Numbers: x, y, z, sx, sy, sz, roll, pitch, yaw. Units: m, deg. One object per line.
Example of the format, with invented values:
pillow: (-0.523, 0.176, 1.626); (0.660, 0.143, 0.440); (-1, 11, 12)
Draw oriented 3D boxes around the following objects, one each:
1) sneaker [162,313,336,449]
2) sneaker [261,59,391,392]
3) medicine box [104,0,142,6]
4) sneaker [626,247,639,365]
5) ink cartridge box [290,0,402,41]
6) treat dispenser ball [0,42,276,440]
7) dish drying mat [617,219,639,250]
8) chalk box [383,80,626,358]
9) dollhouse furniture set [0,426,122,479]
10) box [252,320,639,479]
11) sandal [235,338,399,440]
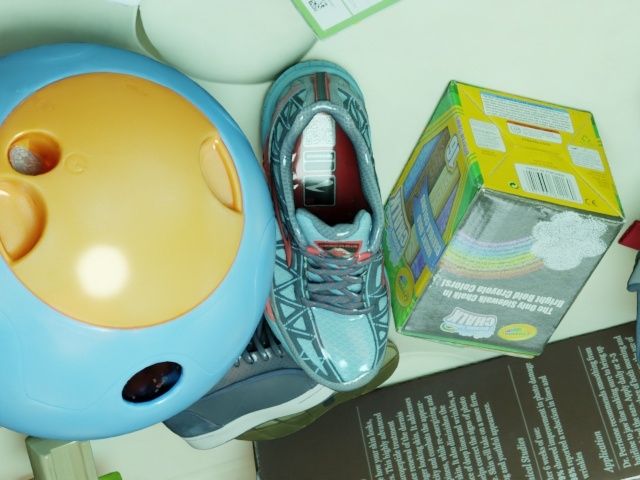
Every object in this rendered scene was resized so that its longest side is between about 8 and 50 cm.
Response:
sneaker: (-0.077, 0.080, 1.612); (0.226, 0.086, 0.163); (-31, 130, 25)
sneaker: (0.000, 0.000, 1.507); (0.104, 0.125, 0.262); (-9, 104, -2)
medicine box: (-0.136, -0.333, 1.134); (0.149, 0.263, 0.289); (12, 132, -19)
sneaker: (0.317, 0.091, 1.628); (0.121, 0.111, 0.300); (-46, 127, -25)
ink cartridge box: (0.070, -0.234, 1.368); (0.209, 0.109, 0.062); (-26, 132, 16)
treat dispenser ball: (-0.176, 0.000, 1.435); (0.288, 0.288, 0.288); (-4, 134, -4)
dish drying mat: (0.299, 0.002, 1.702); (0.083, 0.008, 0.032); (14, 131, -22)
chalk box: (0.131, 0.001, 1.593); (0.132, 0.132, 0.213); (12, 132, -20)
dollhouse furniture set: (-0.291, 0.125, 1.698); (0.197, 0.151, 0.301); (-19, 119, -18)
box: (0.142, 0.221, 1.749); (0.381, 0.191, 0.143); (-14, 129, 3)
sandal: (-0.018, 0.125, 1.753); (0.180, 0.049, 0.072); (-25, 140, -4)
